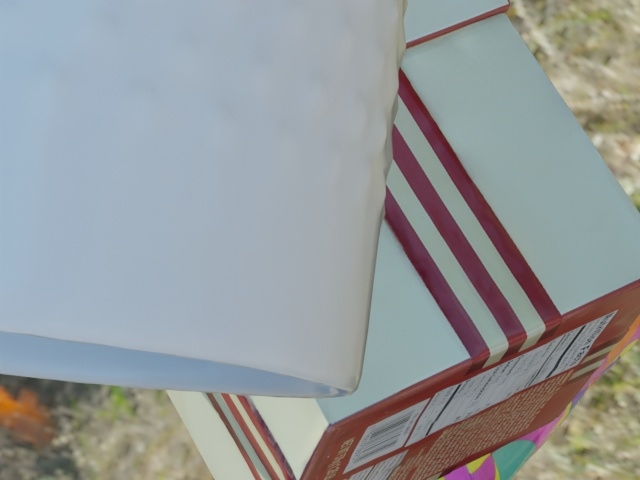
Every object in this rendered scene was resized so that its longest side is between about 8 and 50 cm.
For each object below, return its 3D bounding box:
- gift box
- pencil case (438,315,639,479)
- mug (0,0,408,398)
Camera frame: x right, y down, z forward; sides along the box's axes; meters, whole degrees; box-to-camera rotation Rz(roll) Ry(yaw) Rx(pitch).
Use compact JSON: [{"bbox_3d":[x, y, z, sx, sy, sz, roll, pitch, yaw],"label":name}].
[{"bbox_3d":[0.000,0.000,1.050,0.258,0.276,0.255,60,152,20],"label":"gift box"},{"bbox_3d":[0.133,0.084,1.242,0.236,0.104,0.104,-41,35,-27],"label":"pencil case"},{"bbox_3d":[-0.082,-0.120,0.632,0.276,0.374,0.328,2,82,30],"label":"mug"}]
